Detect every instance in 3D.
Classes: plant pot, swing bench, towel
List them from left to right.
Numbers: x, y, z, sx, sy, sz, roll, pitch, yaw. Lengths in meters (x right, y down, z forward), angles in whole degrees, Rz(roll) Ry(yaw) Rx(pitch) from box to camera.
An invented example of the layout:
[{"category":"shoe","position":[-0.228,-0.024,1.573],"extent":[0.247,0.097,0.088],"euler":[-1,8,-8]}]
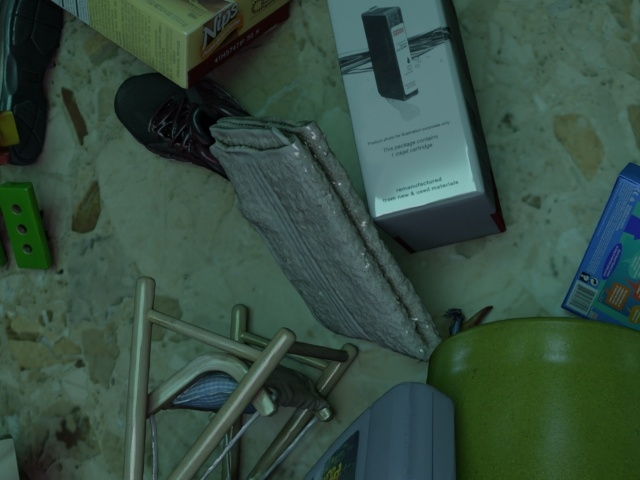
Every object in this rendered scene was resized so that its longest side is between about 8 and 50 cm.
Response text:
[{"category":"swing bench","position":[-0.103,0.193,1.007],"extent":[0.165,0.253,0.255],"euler":[18,87,19]},{"category":"towel","position":[0.000,0.000,0.985],"extent":[0.049,0.187,0.282],"euler":[-41,114,-20]},{"category":"plant pot","position":[0.201,0.267,0.861],"extent":[0.366,0.366,0.353],"euler":[-1,62,16]}]

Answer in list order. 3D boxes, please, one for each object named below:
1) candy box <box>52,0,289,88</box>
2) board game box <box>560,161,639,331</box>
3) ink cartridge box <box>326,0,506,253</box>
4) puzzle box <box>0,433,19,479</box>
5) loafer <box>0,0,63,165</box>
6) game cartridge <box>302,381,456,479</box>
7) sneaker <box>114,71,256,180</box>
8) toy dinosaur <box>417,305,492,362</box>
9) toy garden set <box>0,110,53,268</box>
[{"category":"candy box","position":[-0.210,-0.323,1.172],"extent":[0.316,0.088,0.183],"euler":[34,53,20]},{"category":"board game box","position":[0.359,0.041,0.964],"extent":[0.210,0.047,0.160],"euler":[28,123,19]},{"category":"ink cartridge box","position":[0.099,-0.143,1.034],"extent":[0.114,0.197,0.273],"euler":[-13,76,14]},{"category":"puzzle box","position":[-0.434,0.431,1.055],"extent":[0.272,0.052,0.409],"euler":[-7,89,-22]},{"category":"loafer","position":[-0.388,-0.227,1.253],"extent":[0.084,0.096,0.268],"euler":[3,83,23]},{"category":"game cartridge","position":[0.012,0.257,0.829],"extent":[0.060,0.196,0.294],"euler":[30,122,-9]},{"category":"sneaker","position":[-0.137,-0.135,1.121],"extent":[0.281,0.162,0.106],"euler":[25,88,19]},{"category":"toy dinosaur","position":[0.143,0.116,1.061],"extent":[0.090,0.047,0.082],"euler":[-7,97,5]},{"category":"toy garden set","position":[-0.449,-0.068,1.226],"extent":[0.244,0.049,0.204],"euler":[2,117,18]}]
